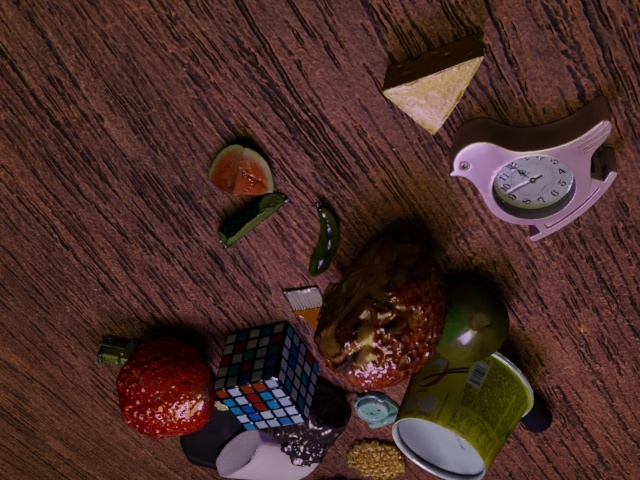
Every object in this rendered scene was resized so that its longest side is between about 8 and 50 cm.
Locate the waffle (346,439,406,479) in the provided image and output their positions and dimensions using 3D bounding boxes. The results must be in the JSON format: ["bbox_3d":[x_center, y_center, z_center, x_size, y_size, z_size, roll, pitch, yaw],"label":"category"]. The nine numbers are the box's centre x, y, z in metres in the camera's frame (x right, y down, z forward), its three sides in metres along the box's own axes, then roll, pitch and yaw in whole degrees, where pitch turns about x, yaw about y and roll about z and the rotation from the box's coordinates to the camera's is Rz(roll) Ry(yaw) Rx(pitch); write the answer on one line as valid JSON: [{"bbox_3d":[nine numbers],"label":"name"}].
[{"bbox_3d":[0.161,0.636,2.273,0.191,0.038,0.191,5,133,6],"label":"waffle"}]

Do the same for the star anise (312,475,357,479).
[{"bbox_3d":[0.059,0.786,2.368,0.158,0.144,0.140,-29,130,31],"label":"star anise"}]

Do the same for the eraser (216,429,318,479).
[{"bbox_3d":[-0.135,0.604,2.189,0.174,0.094,0.270,-42,139,23],"label":"eraser"}]

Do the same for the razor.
[{"bbox_3d":[-0.298,0.526,2.209,0.205,0.113,0.349,9,134,6],"label":"razor"}]

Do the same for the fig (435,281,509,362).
[{"bbox_3d":[0.324,0.178,1.705,0.181,0.181,0.191,11,176,1],"label":"fig"}]

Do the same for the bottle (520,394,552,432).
[{"bbox_3d":[0.487,0.388,1.950,0.244,0.072,0.082,44,168,-26],"label":"bottle"}]

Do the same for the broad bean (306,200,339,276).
[{"bbox_3d":[0.005,0.000,1.706,0.069,0.039,0.226,1,132,1],"label":"broad bean"}]

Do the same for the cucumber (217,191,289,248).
[{"bbox_3d":[-0.166,-0.039,1.689,0.220,0.070,0.046,-37,88,34],"label":"cucumber"}]

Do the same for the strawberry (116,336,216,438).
[{"bbox_3d":[-0.366,0.367,1.956,0.277,0.257,0.257,-7,133,40],"label":"strawberry"}]

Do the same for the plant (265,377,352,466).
[{"bbox_3d":[-0.037,0.482,2.070,0.178,0.204,0.234,35,126,-10],"label":"plant"}]

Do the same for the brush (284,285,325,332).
[{"bbox_3d":[0.002,0.226,1.936,0.090,0.017,0.314,-8,132,18],"label":"brush"}]

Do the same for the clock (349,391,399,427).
[{"bbox_3d":[0.138,0.445,2.095,0.101,0.041,0.135,-30,121,32],"label":"clock"}]

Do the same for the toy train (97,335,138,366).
[{"bbox_3d":[-0.529,0.294,2.059,0.122,0.081,0.050,8,127,3],"label":"toy train"}]

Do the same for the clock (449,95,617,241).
[{"bbox_3d":[0.408,-0.157,1.451,0.275,0.080,0.290,31,130,-18],"label":"clock"}]

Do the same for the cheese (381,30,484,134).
[{"bbox_3d":[0.213,-0.289,1.355,0.126,0.093,0.171,38,128,-20],"label":"cheese"}]

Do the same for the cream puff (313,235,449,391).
[{"bbox_3d":[0.138,0.162,1.624,0.229,0.350,0.350,35,130,-10],"label":"cream puff"}]

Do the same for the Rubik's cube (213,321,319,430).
[{"bbox_3d":[-0.132,0.338,1.951,0.182,0.184,0.187,-14,127,23],"label":"Rubik's cube"}]

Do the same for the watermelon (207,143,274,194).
[{"bbox_3d":[-0.172,-0.124,1.587,0.135,0.094,0.125,-10,138,26],"label":"watermelon"}]

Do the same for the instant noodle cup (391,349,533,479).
[{"bbox_3d":[0.315,0.407,1.842,0.311,0.221,0.311,23,142,19],"label":"instant noodle cup"}]
